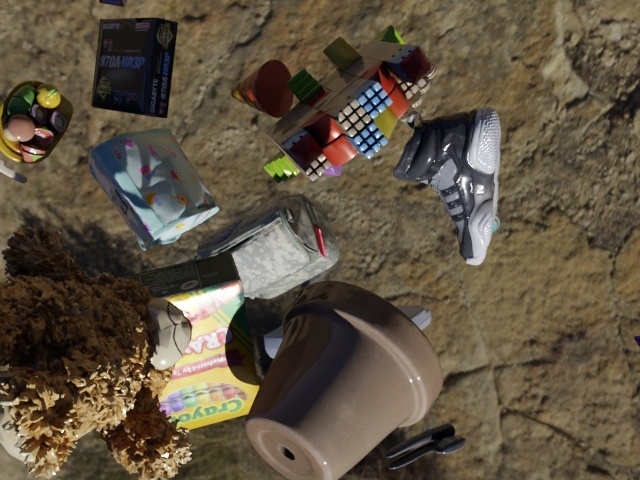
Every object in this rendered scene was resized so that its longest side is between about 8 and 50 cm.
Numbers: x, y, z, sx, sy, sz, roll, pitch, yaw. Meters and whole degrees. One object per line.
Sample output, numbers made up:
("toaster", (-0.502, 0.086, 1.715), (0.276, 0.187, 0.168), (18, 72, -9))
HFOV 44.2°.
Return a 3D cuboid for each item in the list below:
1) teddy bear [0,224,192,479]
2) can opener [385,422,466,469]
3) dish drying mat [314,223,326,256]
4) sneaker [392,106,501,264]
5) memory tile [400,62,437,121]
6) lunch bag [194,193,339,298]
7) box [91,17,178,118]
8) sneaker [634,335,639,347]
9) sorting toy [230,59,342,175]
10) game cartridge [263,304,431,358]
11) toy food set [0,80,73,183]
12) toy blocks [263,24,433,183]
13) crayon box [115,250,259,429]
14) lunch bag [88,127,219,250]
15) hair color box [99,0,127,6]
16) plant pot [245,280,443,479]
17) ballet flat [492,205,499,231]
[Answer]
("teddy bear", (-0.199, 0.095, 0.690), (0.113, 0.338, 0.245), (-41, 64, 4))
("can opener", (0.214, 0.428, 1.653), (0.073, 0.186, 0.059), (-26, 76, 63))
("dish drying mat", (0.000, 0.000, 1.956), (0.032, 0.008, 0.083), (-131, 26, -57))
("sneaker", (0.194, -0.085, 1.216), (0.153, 0.101, 0.268), (7, 127, 17))
("memory tile", (0.181, -0.318, 1.696), (0.113, 0.148, 0.012), (13, 160, 46))
("lunch bag", (-0.144, 0.013, 2.053), (0.305, 0.256, 0.212), (-28, 66, 24))
("box", (-0.352, -0.326, 1.480), (0.220, 0.051, 0.175), (17, 102, 47))
("sneaker", (0.378, 0.133, 0.863), (0.071, 0.169, 0.068), (12, 148, -9))
("sorting toy", (-0.081, -0.260, 1.773), (0.126, 0.127, 0.365), (3, 153, 34))
("game cartridge", (0.049, 0.180, 1.540), (0.295, 0.196, 0.060), (-8, 92, 27))
("toy food set", (-0.546, -0.219, 1.498), (0.071, 0.217, 0.128), (-12, 136, 45))
("toy blocks", (0.060, -0.241, 1.479), (0.381, 0.261, 0.190), (-41, 113, -1))
("crayon box", (-0.203, 0.185, 1.199), (0.202, 0.081, 0.318), (-14, 127, -11))
("lunch bag", (-0.346, -0.106, 1.606), (0.160, 0.262, 0.223), (-33, 91, 12))
("hair color box", (-0.373, -0.512, 1.402), (0.054, 0.093, 0.167), (12, 151, 4))
("plant pot", (0.013, 0.226, 1.155), (0.263, 0.229, 0.263), (26, 141, 23))
("ballet flat", (0.359, -0.074, 1.712), (0.072, 0.213, 0.068), (19, 79, 20))
